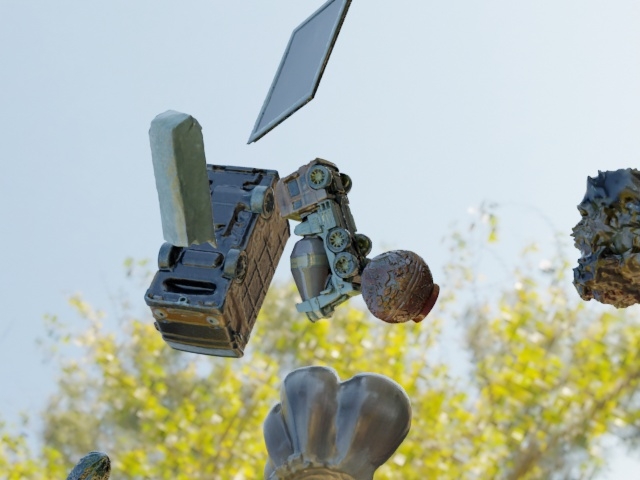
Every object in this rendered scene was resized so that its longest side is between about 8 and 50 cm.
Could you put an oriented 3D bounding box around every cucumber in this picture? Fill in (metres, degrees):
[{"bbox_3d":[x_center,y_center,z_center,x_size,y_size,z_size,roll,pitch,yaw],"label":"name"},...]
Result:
[{"bbox_3d":[-0.433,0.442,2.461,0.077,0.077,0.265,-51,-1,-28],"label":"cucumber"}]

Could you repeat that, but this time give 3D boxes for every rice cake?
[{"bbox_3d":[-0.193,-0.082,1.862,0.063,0.069,0.206,-24,-58,-37],"label":"rice cake"}]

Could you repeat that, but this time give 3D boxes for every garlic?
[{"bbox_3d":[0.016,0.298,2.015,0.292,0.210,0.237,-71,-3,-59],"label":"garlic"}]

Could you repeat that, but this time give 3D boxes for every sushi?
[{"bbox_3d":[0.505,0.012,2.147,0.238,0.225,0.218,46,-125,-44],"label":"sushi"}]

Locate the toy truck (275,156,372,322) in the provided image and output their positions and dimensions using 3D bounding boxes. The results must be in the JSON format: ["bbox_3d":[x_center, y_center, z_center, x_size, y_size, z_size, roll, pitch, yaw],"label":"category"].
[{"bbox_3d":[0.000,0.000,2.269,0.140,0.256,0.108,-23,-15,22],"label":"toy truck"}]

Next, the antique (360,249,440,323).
[{"bbox_3d":[0.099,0.059,1.738,0.104,0.104,0.104,-48,-27,-34],"label":"antique"}]

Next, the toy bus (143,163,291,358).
[{"bbox_3d":[-0.174,0.037,2.367,0.194,0.162,0.323,76,-153,-48],"label":"toy bus"}]

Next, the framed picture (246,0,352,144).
[{"bbox_3d":[-0.028,-0.302,2.277,0.217,0.017,0.274,-30,34,54],"label":"framed picture"}]
